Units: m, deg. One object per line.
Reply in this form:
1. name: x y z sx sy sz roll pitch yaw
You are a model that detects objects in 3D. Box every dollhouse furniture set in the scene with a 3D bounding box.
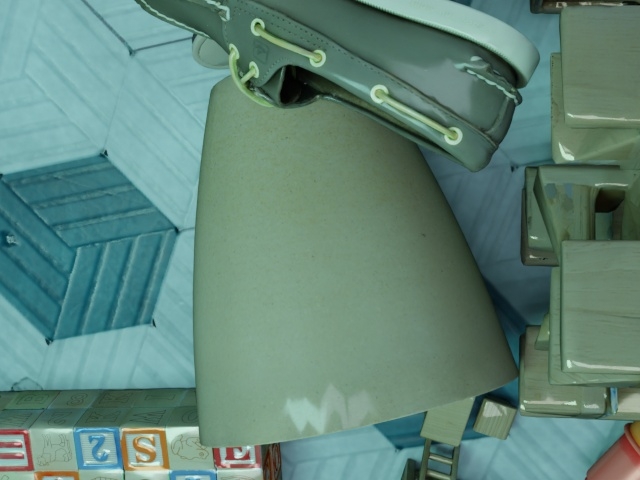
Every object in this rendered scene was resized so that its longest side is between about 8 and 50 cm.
1. dollhouse furniture set: 0.169 0.225 0.921 0.182 0.101 0.161 16 107 2
2. dollhouse furniture set: 0.277 -0.070 0.704 0.256 0.362 0.394 1 76 8

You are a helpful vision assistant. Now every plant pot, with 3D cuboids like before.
1. plant pot: 0.000 0.000 0.821 0.256 0.256 0.274 -14 87 10

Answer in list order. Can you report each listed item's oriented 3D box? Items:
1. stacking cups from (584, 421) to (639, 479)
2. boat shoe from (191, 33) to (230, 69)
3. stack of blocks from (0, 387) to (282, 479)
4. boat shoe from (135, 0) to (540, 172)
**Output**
1. stacking cups: 0.348 0.116 0.880 0.096 0.096 0.316 40 109 -5
2. boat shoe: -0.028 -0.220 0.850 0.206 0.075 0.065 -35 56 20
3. stack of blocks: -0.189 0.236 0.973 0.297 0.087 0.171 -3 106 7
4. boat shoe: -0.009 -0.133 0.704 0.305 0.109 0.091 21 86 19
